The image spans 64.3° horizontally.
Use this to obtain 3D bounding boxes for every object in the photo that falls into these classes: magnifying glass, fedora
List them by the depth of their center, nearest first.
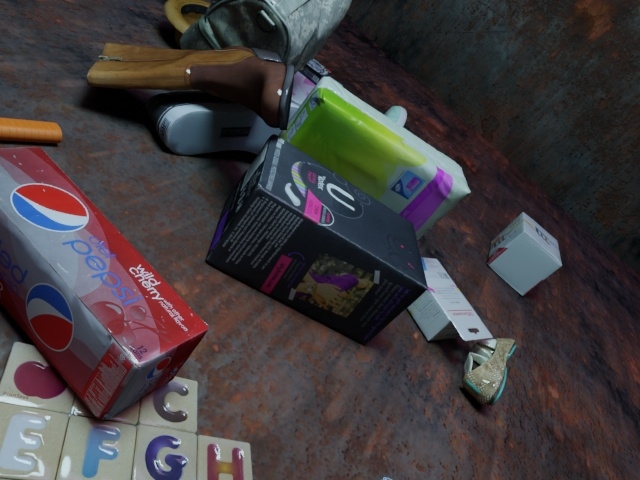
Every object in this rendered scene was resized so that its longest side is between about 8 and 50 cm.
[{"bbox_3d":[-0.403,-0.125,0.557,0.092,0.026,0.231,51,32,19],"label":"magnifying glass"},{"bbox_3d":[-0.258,-0.452,1.119,0.194,0.079,0.194,23,41,-21],"label":"fedora"}]

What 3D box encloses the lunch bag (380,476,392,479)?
[{"bbox_3d":[0.052,0.279,0.482,0.053,0.071,0.083,20,37,-26],"label":"lunch bag"}]

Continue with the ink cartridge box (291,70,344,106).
[{"bbox_3d":[0.009,-0.348,1.306,0.330,0.071,0.324,22,33,-27],"label":"ink cartridge box"}]

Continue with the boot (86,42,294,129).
[{"bbox_3d":[-0.187,-0.240,0.741,0.281,0.096,0.264,0,39,-16],"label":"boot"}]

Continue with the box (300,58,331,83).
[{"bbox_3d":[-0.043,-0.453,1.290,0.137,0.027,0.094,37,27,-3],"label":"box"}]

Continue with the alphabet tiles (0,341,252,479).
[{"bbox_3d":[-0.167,0.229,0.353,0.285,0.011,0.342,23,33,-29],"label":"alphabet tiles"}]

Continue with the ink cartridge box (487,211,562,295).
[{"bbox_3d":[0.531,0.031,1.331,0.127,0.128,0.176,42,28,3],"label":"ink cartridge box"}]

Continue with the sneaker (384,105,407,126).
[{"bbox_3d":[0.088,-0.260,1.145,0.151,0.094,0.256,44,60,-9],"label":"sneaker"}]

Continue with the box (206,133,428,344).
[{"bbox_3d":[0.000,0.000,0.732,0.270,0.143,0.165,30,31,-19],"label":"box"}]

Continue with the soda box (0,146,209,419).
[{"bbox_3d":[-0.232,0.029,0.467,0.263,0.083,0.092,44,26,12],"label":"soda box"}]

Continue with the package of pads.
[{"bbox_3d":[0.056,-0.093,0.839,0.297,0.229,0.101,28,36,-22],"label":"package of pads"}]

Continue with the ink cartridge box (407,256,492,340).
[{"bbox_3d":[0.209,0.116,0.902,0.104,0.061,0.181,7,43,-44],"label":"ink cartridge box"}]

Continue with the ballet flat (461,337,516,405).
[{"bbox_3d":[0.287,0.204,0.870,0.067,0.073,0.206,33,23,16],"label":"ballet flat"}]

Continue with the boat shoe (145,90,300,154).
[{"bbox_3d":[-0.149,-0.211,0.887,0.306,0.113,0.105,-15,53,-39],"label":"boat shoe"}]

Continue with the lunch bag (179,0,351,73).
[{"bbox_3d":[-0.085,-0.432,1.000,0.212,0.256,0.305,51,50,-19],"label":"lunch bag"}]
